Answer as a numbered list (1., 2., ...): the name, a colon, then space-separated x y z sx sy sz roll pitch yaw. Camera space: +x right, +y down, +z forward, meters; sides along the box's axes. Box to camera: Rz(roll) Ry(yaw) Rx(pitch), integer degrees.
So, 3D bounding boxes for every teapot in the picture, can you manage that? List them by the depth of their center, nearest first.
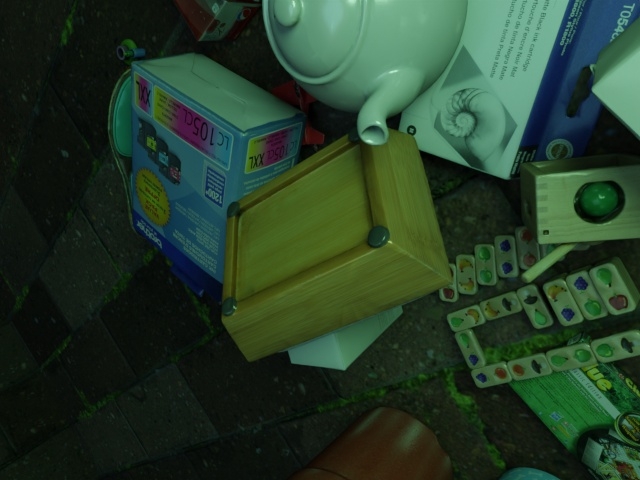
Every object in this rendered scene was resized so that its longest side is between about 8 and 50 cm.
1. teapot: 0.021 -0.263 0.542 0.256 0.187 0.252 25 123 38

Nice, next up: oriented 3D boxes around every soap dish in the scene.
1. soap dish: 0.000 0.000 0.614 0.291 0.118 0.229 -27 48 27

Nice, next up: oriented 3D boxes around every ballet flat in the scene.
1. ballet flat: -0.361 -0.174 0.990 0.123 0.123 0.348 17 117 32

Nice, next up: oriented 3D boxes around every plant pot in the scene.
1. plant pot: 0.079 0.438 0.808 0.272 0.265 0.272 17 120 32

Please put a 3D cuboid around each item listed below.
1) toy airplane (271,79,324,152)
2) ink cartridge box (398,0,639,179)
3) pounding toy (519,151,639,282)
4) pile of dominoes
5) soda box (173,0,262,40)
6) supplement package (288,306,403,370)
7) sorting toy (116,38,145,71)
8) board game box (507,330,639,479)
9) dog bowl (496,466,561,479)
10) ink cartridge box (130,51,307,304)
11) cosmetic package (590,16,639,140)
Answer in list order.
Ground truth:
1. toy airplane: -0.026 -0.209 0.757 0.151 0.028 0.151 18 120 33
2. ink cartridge box: 0.213 -0.190 0.567 0.224 0.045 0.223 24 123 28
3. pounding toy: 0.267 -0.029 0.504 0.130 0.141 0.100 -5 104 16
4. pile of dominoes: 0.265 0.085 0.634 0.251 0.040 0.196 -31 80 42
5. soda box: -0.206 -0.447 0.753 0.092 0.083 0.263 -31 88 41
6. supplement package: 0.033 0.105 0.750 0.105 0.179 0.105 -4 106 39
7. sorting toy: -0.375 -0.353 0.955 0.061 0.042 0.102 -39 83 42
8. board game box: 0.388 0.255 0.643 0.259 0.030 0.136 49 133 9
9. dog bowl: 0.352 0.486 0.745 0.166 0.074 0.297 -16 98 41
10. ink cartridge box: -0.196 -0.082 0.854 0.270 0.151 0.395 35 133 25
11. cosmetic package: 0.389 -0.201 0.316 0.155 0.197 0.365 44 132 1
